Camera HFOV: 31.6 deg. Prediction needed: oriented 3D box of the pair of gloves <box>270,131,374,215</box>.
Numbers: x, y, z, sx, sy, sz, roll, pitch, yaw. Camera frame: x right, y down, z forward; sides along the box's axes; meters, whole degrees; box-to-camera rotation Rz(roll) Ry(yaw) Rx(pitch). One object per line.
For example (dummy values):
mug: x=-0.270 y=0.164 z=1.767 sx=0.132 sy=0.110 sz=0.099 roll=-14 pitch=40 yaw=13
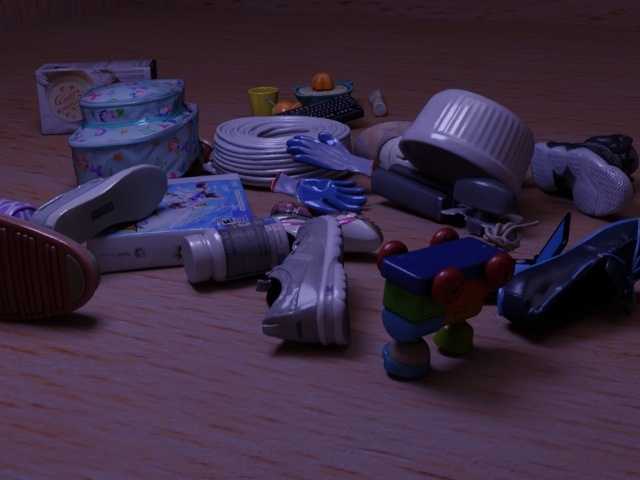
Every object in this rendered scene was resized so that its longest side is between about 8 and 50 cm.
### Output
pair of gloves: x=0.008 y=-0.114 z=1.879 sx=0.159 sy=0.023 sz=0.198 roll=16 pitch=43 yaw=2

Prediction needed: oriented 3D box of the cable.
cable: x=-0.067 y=-0.167 z=2.058 sx=0.257 sy=0.089 sz=0.257 roll=-14 pitch=22 yaw=-29

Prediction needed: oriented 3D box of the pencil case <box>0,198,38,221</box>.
pencil case: x=-0.510 y=-0.024 z=1.716 sx=0.206 sy=0.088 sz=0.086 roll=12 pitch=31 yaw=33

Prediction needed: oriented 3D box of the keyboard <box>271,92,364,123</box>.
keyboard: x=0.001 y=-0.252 z=2.327 sx=0.180 sy=0.023 sz=0.108 roll=-20 pitch=52 yaw=-19

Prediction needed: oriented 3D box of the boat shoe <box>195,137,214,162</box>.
boat shoe: x=-0.263 y=-0.178 z=2.187 sx=0.137 sy=0.049 sz=0.043 roll=16 pitch=66 yaw=40

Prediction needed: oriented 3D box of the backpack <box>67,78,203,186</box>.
backpack: x=-0.331 y=-0.181 z=2.009 sx=0.225 sy=0.191 sz=0.253 roll=-4 pitch=26 yaw=8

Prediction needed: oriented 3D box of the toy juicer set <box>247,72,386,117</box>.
toy juicer set: x=0.021 y=-0.316 z=2.469 sx=0.329 sy=0.089 sz=0.209 roll=-10 pitch=20 yaw=-20

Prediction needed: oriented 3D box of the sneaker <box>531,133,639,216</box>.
sneaker: x=0.461 y=-0.115 z=1.823 sx=0.153 sy=0.101 sz=0.268 roll=-11 pitch=19 yaw=-16

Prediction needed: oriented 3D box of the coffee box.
coffee box: x=-0.478 y=-0.311 z=2.446 sx=0.246 sy=0.141 sz=0.098 roll=-2 pitch=19 yaw=-1

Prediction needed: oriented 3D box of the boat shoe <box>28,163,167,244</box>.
boat shoe: x=-0.320 y=-0.058 z=1.623 sx=0.081 sy=0.079 sz=0.227 roll=16 pitch=32 yaw=35

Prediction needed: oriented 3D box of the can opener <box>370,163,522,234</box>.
can opener: x=0.198 y=-0.082 z=1.772 sx=0.076 sy=0.095 sz=0.283 roll=-18 pitch=31 yaw=-38

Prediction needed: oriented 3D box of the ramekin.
ramekin: x=0.237 y=-0.150 z=1.783 sx=0.207 sy=0.109 sz=0.207 roll=27 pitch=-9 yaw=5

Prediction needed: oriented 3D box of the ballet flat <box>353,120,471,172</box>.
ballet flat: x=0.195 y=-0.142 z=1.944 sx=0.316 sy=0.107 sz=0.106 roll=3 pitch=28 yaw=20

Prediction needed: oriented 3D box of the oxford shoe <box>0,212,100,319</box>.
oxford shoe: x=-0.441 y=0.012 z=1.538 sx=0.397 sy=0.140 sz=0.146 roll=10 pitch=17 yaw=27

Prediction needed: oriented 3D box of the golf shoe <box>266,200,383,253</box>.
golf shoe: x=0.000 y=0.000 z=1.638 sx=0.186 sy=0.067 sz=0.086 roll=7 pitch=48 yaw=25

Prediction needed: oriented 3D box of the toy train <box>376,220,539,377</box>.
toy train: x=0.170 y=0.065 z=1.314 sx=0.248 sy=0.143 sz=0.105 roll=-13 pitch=29 yaw=-41

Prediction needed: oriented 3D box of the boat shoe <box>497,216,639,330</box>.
boat shoe: x=0.343 y=0.056 z=1.397 sx=0.258 sy=0.109 sz=0.089 roll=-27 pitch=34 yaw=-17

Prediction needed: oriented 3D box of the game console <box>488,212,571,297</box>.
game console: x=0.265 y=0.017 z=1.494 sx=0.124 sy=0.085 sz=0.144 roll=3 pitch=16 yaw=13

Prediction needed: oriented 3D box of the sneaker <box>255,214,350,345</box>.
sneaker: x=-0.026 y=0.041 z=1.441 sx=0.115 sy=0.105 sz=0.281 roll=-3 pitch=20 yaw=-1

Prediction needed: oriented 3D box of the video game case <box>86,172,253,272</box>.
video game case: x=-0.233 y=-0.032 z=1.744 sx=0.244 sy=0.061 sz=0.269 roll=-6 pitch=20 yaw=-8

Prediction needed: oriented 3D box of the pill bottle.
pill bottle: x=-0.119 y=0.015 z=1.569 sx=0.137 sy=0.078 sz=0.078 roll=-10 pitch=21 yaw=-22
